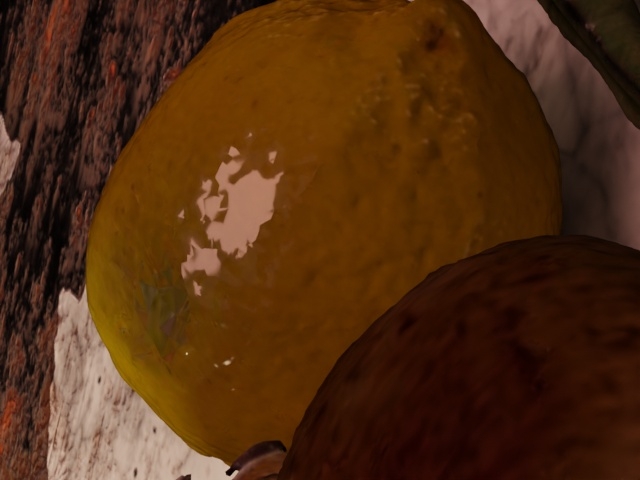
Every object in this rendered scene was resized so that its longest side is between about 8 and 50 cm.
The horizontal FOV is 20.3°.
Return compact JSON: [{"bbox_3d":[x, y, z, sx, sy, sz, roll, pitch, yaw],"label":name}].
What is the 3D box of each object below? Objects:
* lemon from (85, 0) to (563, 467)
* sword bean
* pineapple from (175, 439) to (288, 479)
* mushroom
[{"bbox_3d":[0.000,0.000,0.803,0.260,0.204,0.204,-58,37,35],"label":"lemon"},{"bbox_3d":[0.119,-0.109,0.790,0.269,0.038,0.043,-116,19,-44],"label":"sword bean"},{"bbox_3d":[0.044,0.258,0.737,0.286,0.209,0.344,51,157,28],"label":"pineapple"},{"bbox_3d":[0.147,0.119,0.465,0.356,0.331,0.334,-53,3,2],"label":"mushroom"}]
